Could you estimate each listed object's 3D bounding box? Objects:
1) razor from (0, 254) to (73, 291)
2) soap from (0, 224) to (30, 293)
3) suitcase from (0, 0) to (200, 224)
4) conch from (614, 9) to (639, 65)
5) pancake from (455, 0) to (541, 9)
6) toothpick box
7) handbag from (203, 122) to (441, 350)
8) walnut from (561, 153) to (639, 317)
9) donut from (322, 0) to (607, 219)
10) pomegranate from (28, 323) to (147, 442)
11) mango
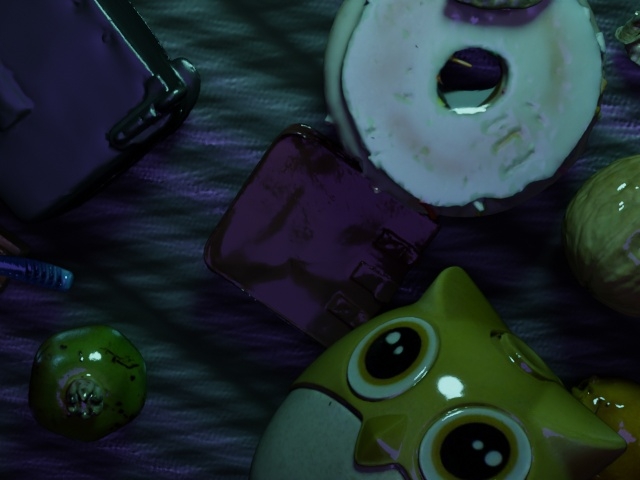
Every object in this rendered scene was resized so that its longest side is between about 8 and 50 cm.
[{"bbox_3d":[-0.489,0.031,1.442,0.253,0.042,0.082,15,102,0],"label":"razor"},{"bbox_3d":[-0.567,-0.024,1.475,0.252,0.037,0.092,36,101,-4],"label":"soap"},{"bbox_3d":[-0.382,-0.226,1.342,0.339,0.188,0.345,-36,99,9],"label":"suitcase"},{"bbox_3d":[0.500,-0.285,1.292,0.207,0.130,0.155,-20,86,18],"label":"conch"},{"bbox_3d":[0.218,-0.399,1.204,0.211,0.029,0.235,-22,97,-2],"label":"pancake"},{"bbox_3d":[0.139,0.292,1.297,0.409,0.409,0.425,40,104,-4],"label":"toothpick box"},{"bbox_3d":[0.000,0.000,1.414,0.275,0.084,0.260,32,102,-3],"label":"handbag"},{"bbox_3d":[0.442,-0.008,1.317,0.227,0.228,0.228,1,102,4],"label":"walnut"},{"bbox_3d":[0.191,-0.216,1.312,0.382,0.142,0.383,0,98,0],"label":"donut"},{"bbox_3d":[-0.340,0.216,1.422,0.179,0.209,0.180,-2,101,-11],"label":"pomegranate"},{"bbox_3d":[0.456,0.319,1.411,0.201,0.152,0.287,-36,98,5],"label":"mango"}]
